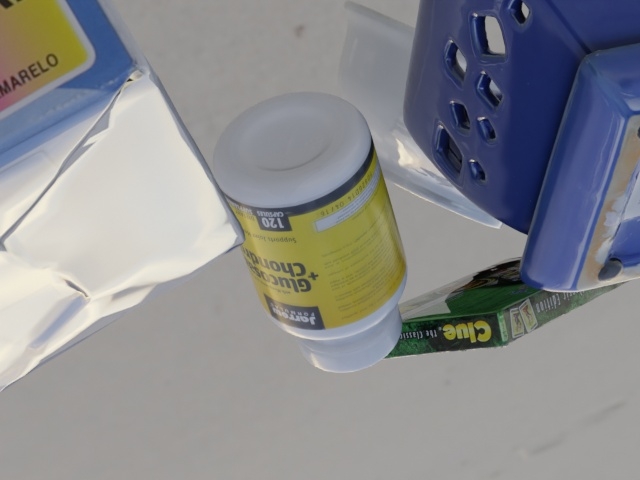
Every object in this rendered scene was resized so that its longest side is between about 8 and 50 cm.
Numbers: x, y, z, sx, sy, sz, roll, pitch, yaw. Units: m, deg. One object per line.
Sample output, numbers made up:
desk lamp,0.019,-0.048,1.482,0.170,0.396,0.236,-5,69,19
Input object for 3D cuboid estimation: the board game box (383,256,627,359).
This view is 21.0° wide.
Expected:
board game box,0.139,0.042,1.295,0.136,0.030,0.260,-6,-172,36

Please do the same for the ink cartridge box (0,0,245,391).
ink cartridge box,-0.197,-0.152,0.679,0.151,0.395,0.270,-29,167,-2

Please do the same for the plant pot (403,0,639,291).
plant pot,0.209,-0.109,1.152,0.236,0.212,0.236,-11,141,-19

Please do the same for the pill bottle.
pill bottle,0.000,0.000,1.136,0.103,0.103,0.184,-21,132,-3

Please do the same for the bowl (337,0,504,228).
bowl,0.130,-0.099,1.579,0.298,0.298,0.134,11,104,-62
